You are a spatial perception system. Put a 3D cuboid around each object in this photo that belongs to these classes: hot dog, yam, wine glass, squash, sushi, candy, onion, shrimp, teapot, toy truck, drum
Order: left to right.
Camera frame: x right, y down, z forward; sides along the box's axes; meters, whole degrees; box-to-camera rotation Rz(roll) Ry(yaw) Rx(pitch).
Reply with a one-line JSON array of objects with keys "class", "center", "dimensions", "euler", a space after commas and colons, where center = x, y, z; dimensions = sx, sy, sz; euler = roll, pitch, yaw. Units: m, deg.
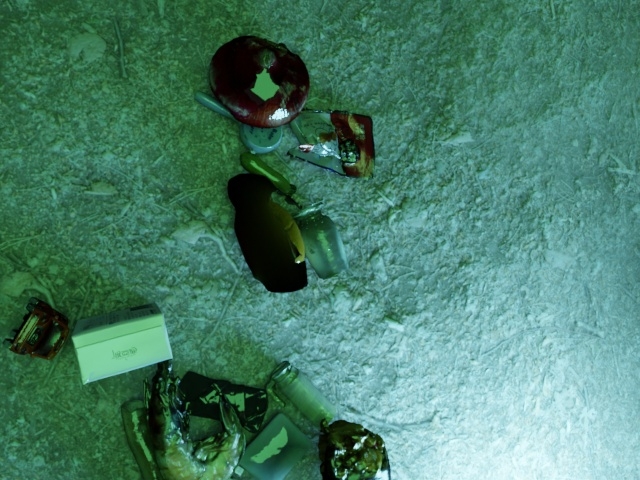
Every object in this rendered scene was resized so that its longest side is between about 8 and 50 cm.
[{"class": "toy truck", "center": [-0.651, 0.208, 1.584], "dimensions": [0.114, 0.252, 0.107], "euler": [33, 79, -18]}, {"class": "yam", "center": [-0.435, 0.559, 1.737], "dimensions": [0.071, 0.067, 0.317], "euler": [-23, 97, -52]}, {"class": "shrimp", "center": [-0.317, 0.462, 1.730], "dimensions": [0.233, 0.071, 0.365], "euler": [-12, 90, -17]}, {"class": "drum", "center": [-0.208, -0.341, 1.843], "dimensions": [0.253, 0.049, 0.130], "euler": [45, 68, -3]}, {"class": "onion", "center": [-0.150, -0.438, 1.770], "dimensions": [0.272, 0.195, 0.272], "euler": [9, 63, -18]}, {"class": "squash", "center": [-0.144, -0.177, 1.861], "dimensions": [0.183, 0.052, 0.052], "euler": [37, 78, -16]}, {"class": "hot dog", "center": [-0.122, -0.024, 1.820], "dimensions": [0.194, 0.107, 0.326], "euler": [-9, 90, 12]}, {"class": "candy", "center": [-0.122, 0.567, 1.833], "dimensions": [0.174, 0.071, 0.138], "euler": [-45, 103, -13]}, {"class": "teapot", "center": [-0.060, 0.428, 1.859], "dimensions": [0.107, 0.077, 0.200], "euler": [-41, 101, 5]}, {"class": "wine glass", "center": [0.000, 0.000, 1.867], "dimensions": [0.111, 0.111, 0.204], "euler": [-25, 95, -17]}, {"class": "sushi", "center": [0.081, 0.580, 1.808], "dimensions": [0.213, 0.200, 0.204], "euler": [-4, 116, -30]}]

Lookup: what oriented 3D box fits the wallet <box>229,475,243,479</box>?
[{"class": "wallet", "center": [-0.205, 0.757, 1.800], "dimensions": [0.309, 0.077, 0.223], "euler": [32, 78, -12]}]

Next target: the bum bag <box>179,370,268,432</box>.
[{"class": "bum bag", "center": [-0.262, 0.428, 1.799], "dimensions": [0.248, 0.060, 0.123], "euler": [15, 88, -15]}]

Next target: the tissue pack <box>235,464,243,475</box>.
[{"class": "tissue pack", "center": [-0.256, 0.581, 1.799], "dimensions": [0.108, 0.056, 0.023], "euler": [36, 73, -14]}]

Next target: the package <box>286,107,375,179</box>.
[{"class": "package", "center": [0.030, -0.277, 1.915], "dimensions": [0.269, 0.071, 0.194], "euler": [4, 89, -30]}]

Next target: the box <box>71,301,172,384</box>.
[{"class": "box", "center": [-0.474, 0.236, 1.625], "dimensions": [0.203, 0.274, 0.116], "euler": [-13, 94, -18]}]
